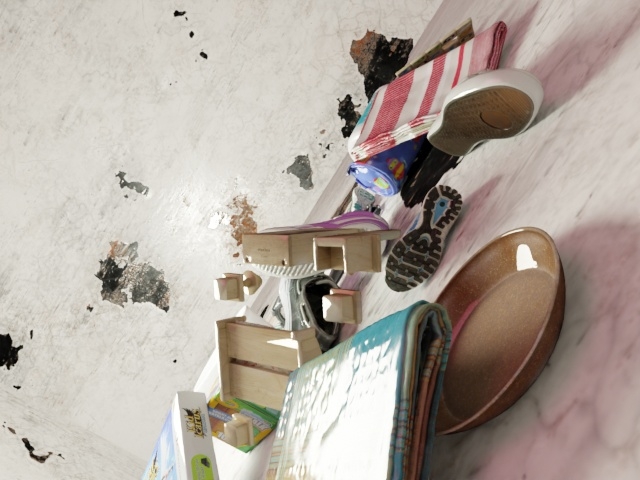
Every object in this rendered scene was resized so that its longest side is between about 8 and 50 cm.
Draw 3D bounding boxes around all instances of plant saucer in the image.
[{"bbox_3d":[0.141,0.080,0.449,0.199,0.036,0.198,-58,7,11],"label":"plant saucer"}]

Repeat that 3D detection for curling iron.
[{"bbox_3d":[0.061,0.027,1.216,0.274,0.035,0.068,-59,7,-5],"label":"curling iron"}]

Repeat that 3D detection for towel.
[{"bbox_3d":[0.211,-0.300,1.070,0.329,0.037,0.237,-17,41,46],"label":"towel"},{"bbox_3d":[0.007,0.229,0.519,0.370,0.040,0.272,131,156,-59],"label":"towel"}]

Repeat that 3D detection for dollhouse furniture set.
[{"bbox_3d":[-0.006,0.161,0.830,0.303,0.173,0.356,1,95,43],"label":"dollhouse furniture set"}]

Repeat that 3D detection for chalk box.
[{"bbox_3d":[-0.137,0.299,1.034,0.213,0.132,0.132,-54,8,39],"label":"chalk box"}]

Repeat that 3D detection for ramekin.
[{"bbox_3d":[-0.228,0.335,1.487,0.277,0.135,0.277,-57,8,12],"label":"ramekin"}]

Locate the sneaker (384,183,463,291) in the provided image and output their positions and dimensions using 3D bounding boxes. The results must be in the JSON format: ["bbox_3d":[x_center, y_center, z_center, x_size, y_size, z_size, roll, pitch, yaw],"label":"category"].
[{"bbox_3d":[0.145,0.004,0.729,0.162,0.063,0.073,-56,-12,-9],"label":"sneaker"}]

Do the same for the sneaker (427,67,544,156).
[{"bbox_3d":[0.235,-0.211,0.750,0.123,0.105,0.290,-61,6,-3],"label":"sneaker"}]

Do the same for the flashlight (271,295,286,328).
[{"bbox_3d":[-0.019,0.088,1.305,0.103,0.103,0.304,-19,26,34],"label":"flashlight"}]

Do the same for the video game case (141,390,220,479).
[{"bbox_3d":[-0.261,0.458,0.948,0.270,0.061,0.244,-65,29,23],"label":"video game case"}]

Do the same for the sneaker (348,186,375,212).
[{"bbox_3d":[0.094,-0.079,1.355,0.076,0.065,0.166,-58,4,33],"label":"sneaker"}]

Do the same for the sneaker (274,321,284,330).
[{"bbox_3d":[-0.086,0.219,1.324,0.075,0.057,0.161,-64,4,0],"label":"sneaker"}]

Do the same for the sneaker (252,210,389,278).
[{"bbox_3d":[0.000,0.001,1.048,0.161,0.282,0.102,-56,-39,-67],"label":"sneaker"}]

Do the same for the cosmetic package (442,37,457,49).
[{"bbox_3d":[0.329,-0.490,1.387,0.115,0.041,0.060,-32,-8,-34],"label":"cosmetic package"}]

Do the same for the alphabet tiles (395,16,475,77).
[{"bbox_3d":[0.289,-0.443,1.284,0.198,0.009,0.237,-34,-7,19],"label":"alphabet tiles"}]

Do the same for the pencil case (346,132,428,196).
[{"bbox_3d":[0.178,-0.241,1.214,0.133,0.119,0.306,-3,52,59],"label":"pencil case"}]

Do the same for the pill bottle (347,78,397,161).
[{"bbox_3d":[0.184,-0.317,1.403,0.264,0.146,0.146,-62,8,-31],"label":"pill bottle"}]

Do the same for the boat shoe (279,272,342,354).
[{"bbox_3d":[-0.004,0.124,1.031,0.119,0.121,0.335,-47,22,21],"label":"boat shoe"}]
